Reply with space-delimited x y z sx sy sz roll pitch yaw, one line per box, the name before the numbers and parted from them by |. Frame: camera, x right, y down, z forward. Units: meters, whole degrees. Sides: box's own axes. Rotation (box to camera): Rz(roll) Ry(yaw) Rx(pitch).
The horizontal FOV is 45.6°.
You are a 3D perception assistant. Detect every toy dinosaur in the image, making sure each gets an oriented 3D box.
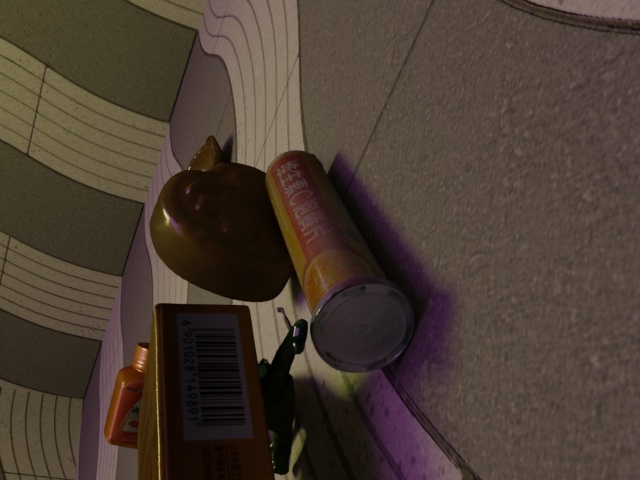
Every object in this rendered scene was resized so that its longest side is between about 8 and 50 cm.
toy dinosaur | -0.069 0.156 0.977 0.447 0.087 0.301 -114 27 -70

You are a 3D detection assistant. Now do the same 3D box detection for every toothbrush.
toothbrush | -0.053 0.123 1.158 0.097 0.008 0.006 -127 40 -64

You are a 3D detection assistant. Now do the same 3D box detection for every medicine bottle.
medicine bottle | -0.392 0.351 1.725 0.112 0.149 0.222 -168 91 -70
medicine bottle | 0.000 0.000 0.951 0.426 0.108 0.108 -116 44 -62

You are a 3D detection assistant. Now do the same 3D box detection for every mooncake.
mooncake | -0.126 -0.016 1.150 0.117 0.234 0.235 -57 27 37

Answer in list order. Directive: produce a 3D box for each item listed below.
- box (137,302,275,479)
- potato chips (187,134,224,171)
box | -0.123 0.303 0.779 0.415 0.115 0.264 -106 26 -46
potato chips | -0.279 -0.157 1.880 0.195 0.061 0.208 40 114 62
